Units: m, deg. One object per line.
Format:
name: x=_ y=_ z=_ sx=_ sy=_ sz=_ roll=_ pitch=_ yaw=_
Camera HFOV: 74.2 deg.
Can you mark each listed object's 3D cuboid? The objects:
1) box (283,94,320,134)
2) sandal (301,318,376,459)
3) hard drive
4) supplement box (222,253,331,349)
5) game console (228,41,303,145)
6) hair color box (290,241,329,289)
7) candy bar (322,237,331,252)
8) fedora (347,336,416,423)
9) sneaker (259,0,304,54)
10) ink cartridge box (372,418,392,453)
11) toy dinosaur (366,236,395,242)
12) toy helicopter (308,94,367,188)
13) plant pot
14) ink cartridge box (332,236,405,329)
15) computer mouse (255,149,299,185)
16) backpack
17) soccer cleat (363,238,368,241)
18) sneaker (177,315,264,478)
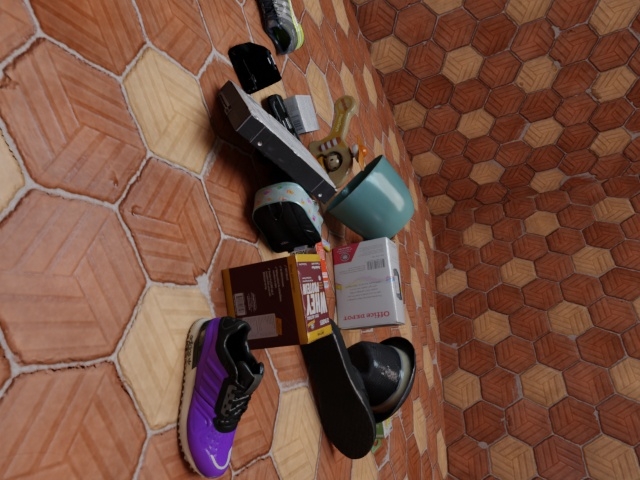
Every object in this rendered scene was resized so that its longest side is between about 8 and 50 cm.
box: x=-0.072 y=-0.433 z=1.469 sx=0.137 sy=0.072 sz=0.126 roll=-40 pitch=116 yaw=-63
sandal: x=0.069 y=0.424 z=1.245 sx=0.107 sy=0.167 sz=0.446 roll=-25 pitch=101 yaw=-57
hard drive: x=-0.110 y=-0.258 z=1.120 sx=0.339 sy=0.064 sz=0.237 roll=35 pitch=16 yaw=-41
supplement box: x=-0.099 y=0.141 z=0.976 sx=0.129 sy=0.194 sz=0.191 roll=5 pitch=75 yaw=-66
game console: x=-0.150 y=-0.431 z=1.315 sx=0.361 sy=0.044 sz=0.213 roll=65 pitch=26 yaw=-20
hair color box: x=-0.035 y=0.073 z=1.281 sx=0.053 sy=0.093 sz=0.167 roll=5 pitch=74 yaw=-65
candy bar: x=0.000 y=0.000 z=1.491 sx=0.161 sy=0.018 sz=0.040 roll=40 pitch=44 yaw=-54
fedora: x=0.161 y=0.425 z=1.390 sx=0.152 sy=0.334 sz=0.334 roll=34 pitch=40 yaw=-15
sneaker: x=-0.151 y=-0.769 z=1.418 sx=0.300 sy=0.111 sz=0.121 roll=57 pitch=35 yaw=-35
ink cartridge box: x=0.226 y=0.688 z=1.614 sx=0.109 sy=0.062 sz=0.209 roll=14 pitch=67 yaw=-65
toy dinosaur: x=0.246 y=0.016 z=1.791 sx=0.322 sy=0.164 sz=0.218 roll=86 pitch=29 yaw=-54
toy helicopter: x=0.070 y=-0.340 z=1.455 sx=0.140 sy=0.235 sz=0.355 roll=35 pitch=66 yaw=-58
plant pot: x=0.209 y=-0.136 z=1.590 sx=0.235 sy=0.293 sz=0.293 roll=43 pitch=32 yaw=-9
ink cartridge box: x=0.175 y=0.164 z=1.549 sx=0.131 sy=0.226 sz=0.306 roll=26 pitch=57 yaw=-60
computer mouse: x=-0.097 y=-0.158 z=1.279 sx=0.188 sy=0.072 sz=0.272 roll=-21 pitch=98 yaw=-67
backpack: x=-0.090 y=-0.072 z=1.134 sx=0.188 sy=0.165 sz=0.144 roll=53 pitch=32 yaw=-50
soccer cleat: x=0.250 y=-0.105 z=1.952 sx=0.331 sy=0.143 sz=0.116 roll=70 pitch=24 yaw=-16
sneaker: x=-0.175 y=0.284 z=0.792 sx=0.102 sy=0.146 sz=0.293 roll=28 pitch=53 yaw=-60
